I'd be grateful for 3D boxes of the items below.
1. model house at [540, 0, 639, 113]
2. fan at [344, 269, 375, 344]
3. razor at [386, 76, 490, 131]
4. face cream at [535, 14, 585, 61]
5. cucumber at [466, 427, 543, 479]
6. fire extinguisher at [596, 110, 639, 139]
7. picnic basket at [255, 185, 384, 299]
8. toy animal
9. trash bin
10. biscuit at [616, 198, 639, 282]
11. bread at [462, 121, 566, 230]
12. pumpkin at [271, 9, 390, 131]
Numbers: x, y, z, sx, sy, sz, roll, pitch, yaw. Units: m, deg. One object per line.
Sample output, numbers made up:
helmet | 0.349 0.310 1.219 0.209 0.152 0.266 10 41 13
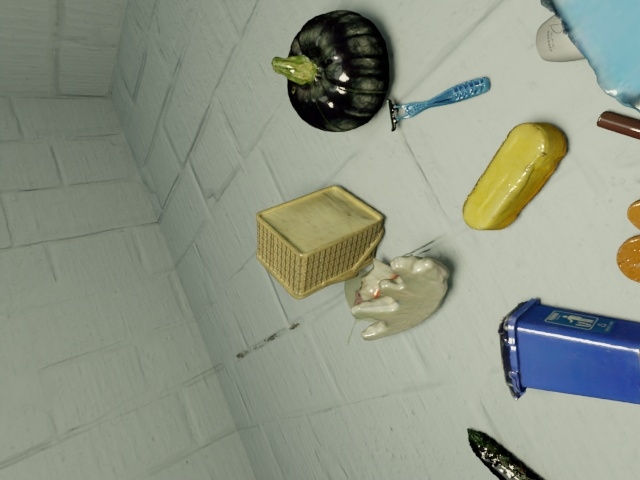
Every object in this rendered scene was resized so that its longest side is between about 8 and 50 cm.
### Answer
model house | 0.471 -0.278 0.517 0.216 0.304 0.236 -39 61 41
fan | 0.121 0.231 1.329 0.182 0.010 0.309 38 129 36
razor | 0.263 -0.322 0.948 0.253 0.042 0.081 -4 99 49
face cream | 0.429 -0.351 0.700 0.095 0.091 0.091 9 109 58
cucumber | 0.468 0.561 0.971 0.300 0.072 0.071 32 125 42
fire extinguisher | 0.546 -0.178 0.664 0.173 0.035 0.049 39 91 37
picnic basket | 0.000 0.000 1.167 0.228 0.313 0.175 40 139 35
toy animal | 0.197 0.098 1.056 0.267 0.188 0.307 -10 135 21
trash bin | 0.479 0.220 0.782 0.235 0.163 0.183 -1 102 45
biscuit | 0.583 -0.023 0.651 0.166 0.036 0.249 38 138 18
bread | 0.383 -0.123 0.832 0.102 0.095 0.245 55 138 36
pumpkin | 0.021 -0.417 1.028 0.296 0.296 0.295 20 117 46
